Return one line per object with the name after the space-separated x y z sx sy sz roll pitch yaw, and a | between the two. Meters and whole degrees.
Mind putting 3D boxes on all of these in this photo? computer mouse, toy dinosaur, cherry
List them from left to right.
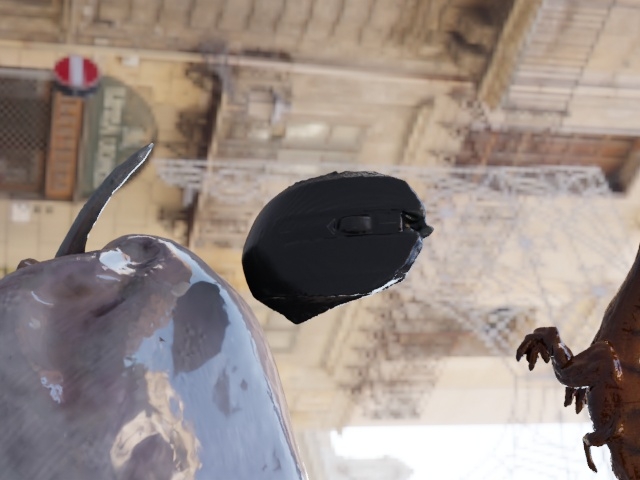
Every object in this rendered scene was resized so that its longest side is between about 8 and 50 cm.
-0.159 0.154 0.960 0.326 0.291 0.335 38 26 -57 | cherry
0.000 0.000 0.880 0.172 0.057 0.099 -14 -117 39 | computer mouse
0.328 0.133 1.462 0.208 0.097 0.432 -3 -89 62 | toy dinosaur
